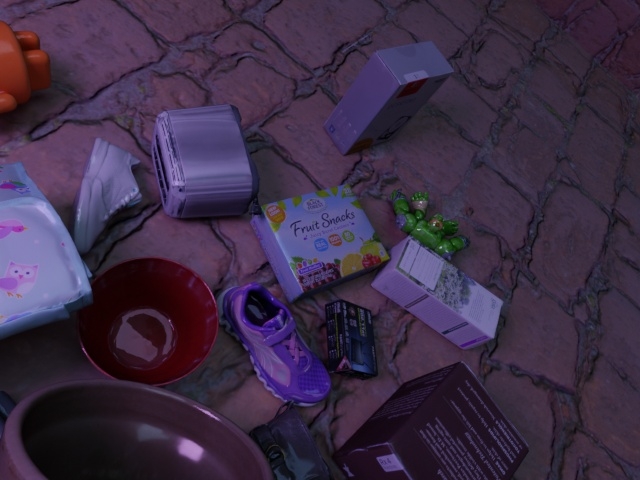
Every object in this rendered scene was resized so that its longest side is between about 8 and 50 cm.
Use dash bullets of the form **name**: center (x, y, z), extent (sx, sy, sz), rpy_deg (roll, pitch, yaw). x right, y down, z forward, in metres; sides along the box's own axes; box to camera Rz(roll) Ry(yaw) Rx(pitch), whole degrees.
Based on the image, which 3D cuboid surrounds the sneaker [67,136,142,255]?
- **sneaker**: center (-0.332, -0.066, 0.767), extent (0.094, 0.080, 0.212), rpy_deg (21, 54, -31)

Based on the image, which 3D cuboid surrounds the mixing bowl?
- **mixing bowl**: center (-0.244, 0.125, 0.687), extent (0.181, 0.098, 0.181), rpy_deg (13, 57, -21)

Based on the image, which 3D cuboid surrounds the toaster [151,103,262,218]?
- **toaster**: center (-0.200, -0.126, 0.836), extent (0.146, 0.129, 0.227), rpy_deg (-9, 70, -27)

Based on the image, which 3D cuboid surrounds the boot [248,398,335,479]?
- **boot**: center (-0.075, 0.366, 0.646), extent (0.229, 0.091, 0.263), rpy_deg (-9, 66, -31)

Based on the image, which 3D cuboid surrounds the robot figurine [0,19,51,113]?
- **robot figurine**: center (-0.533, -0.262, 0.733), extent (0.219, 0.128, 0.158), rpy_deg (-23, 111, -36)

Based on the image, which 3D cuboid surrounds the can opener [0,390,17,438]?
- **can opener**: center (-0.405, 0.221, 0.577), extent (0.280, 0.074, 0.093), rpy_deg (43, 87, 2)

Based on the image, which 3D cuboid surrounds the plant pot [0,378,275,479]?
- **plant pot**: center (-0.208, 0.300, 0.481), extent (0.263, 0.263, 0.229), rpy_deg (24, 91, -15)

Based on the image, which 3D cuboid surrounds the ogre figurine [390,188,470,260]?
- **ogre figurine**: center (0.229, -0.025, 1.031), extent (0.197, 0.097, 0.118), rpy_deg (51, 33, -13)

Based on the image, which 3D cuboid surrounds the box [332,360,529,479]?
- **box**: center (0.167, 0.325, 0.749), extent (0.203, 0.168, 0.167), rpy_deg (-31, 82, -36)

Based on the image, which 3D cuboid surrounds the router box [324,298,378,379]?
- **router box**: center (0.053, 0.170, 0.837), extent (0.092, 0.038, 0.123), rpy_deg (26, 50, -44)

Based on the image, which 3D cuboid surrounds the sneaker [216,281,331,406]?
- **sneaker**: center (-0.066, 0.157, 0.761), extent (0.236, 0.104, 0.095), rpy_deg (49, 51, 3)

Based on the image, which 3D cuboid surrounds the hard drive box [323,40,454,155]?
- **hard drive box**: center (0.140, -0.303, 1.047), extent (0.181, 0.232, 0.089), rpy_deg (-26, 77, -35)

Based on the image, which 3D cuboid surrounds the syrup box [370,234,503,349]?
- **syrup box**: center (0.229, 0.105, 0.951), extent (0.237, 0.096, 0.093), rpy_deg (35, 55, -7)

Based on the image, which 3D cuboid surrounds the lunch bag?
- **lunch bag**: center (-0.410, 0.031, 0.558), extent (0.223, 0.160, 0.262), rpy_deg (-22, 41, -34)

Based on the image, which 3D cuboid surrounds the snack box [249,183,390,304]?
- **snack box**: center (0.000, 0.000, 0.905), extent (0.207, 0.070, 0.175), rpy_deg (-17, 73, -35)
